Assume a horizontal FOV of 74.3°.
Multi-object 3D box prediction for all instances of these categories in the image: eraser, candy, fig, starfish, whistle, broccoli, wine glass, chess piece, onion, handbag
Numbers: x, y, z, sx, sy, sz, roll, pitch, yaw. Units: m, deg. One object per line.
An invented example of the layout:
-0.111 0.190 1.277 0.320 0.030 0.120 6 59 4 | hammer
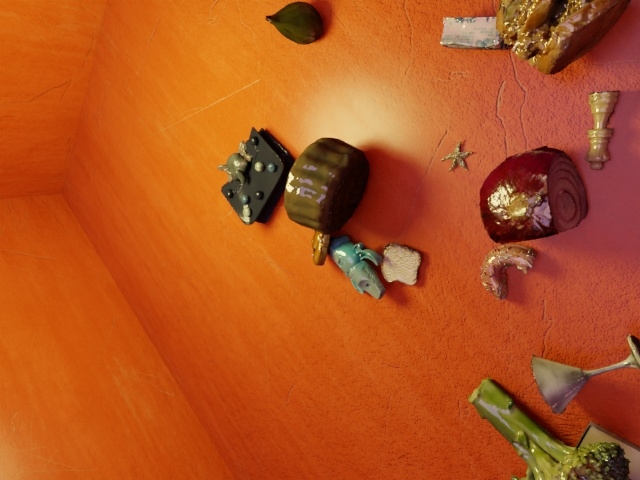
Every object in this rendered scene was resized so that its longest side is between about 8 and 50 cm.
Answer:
0.739 0.539 1.063 0.150 0.023 0.104 26 115 31 | eraser
0.390 -0.515 1.054 0.160 0.092 0.073 20 114 35 | candy
-0.079 -0.697 1.324 0.126 0.185 0.133 -49 66 17 | fig
0.378 -0.235 1.177 0.092 0.016 0.086 0 98 41 | starfish
0.115 0.080 1.392 0.274 0.093 0.186 49 145 25 | whistle
0.577 0.544 1.076 0.353 0.274 0.397 -28 69 41 | broccoli
0.651 0.316 1.010 0.232 0.156 0.156 -33 79 33 | wine glass
0.631 -0.246 0.951 0.060 0.060 0.172 6 107 37 | chess piece
0.483 -0.105 1.002 0.207 0.216 0.206 -14 88 47 | onion
-0.260 -0.247 1.612 0.269 0.118 0.326 47 122 21 | handbag

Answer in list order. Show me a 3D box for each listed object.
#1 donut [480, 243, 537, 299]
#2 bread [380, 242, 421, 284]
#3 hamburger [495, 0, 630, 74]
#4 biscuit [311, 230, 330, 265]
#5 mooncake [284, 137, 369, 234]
0.486 0.073 1.130 0.117 0.065 0.166 39 120 24 | donut
0.255 0.074 1.326 0.126 0.044 0.129 14 106 28 | bread
0.512 -0.499 0.873 0.211 0.245 0.260 53 157 21 | hamburger
-0.004 0.000 1.437 0.050 0.170 0.170 6 109 -8 | biscuit
0.030 -0.163 1.296 0.161 0.290 0.290 26 115 22 | mooncake
